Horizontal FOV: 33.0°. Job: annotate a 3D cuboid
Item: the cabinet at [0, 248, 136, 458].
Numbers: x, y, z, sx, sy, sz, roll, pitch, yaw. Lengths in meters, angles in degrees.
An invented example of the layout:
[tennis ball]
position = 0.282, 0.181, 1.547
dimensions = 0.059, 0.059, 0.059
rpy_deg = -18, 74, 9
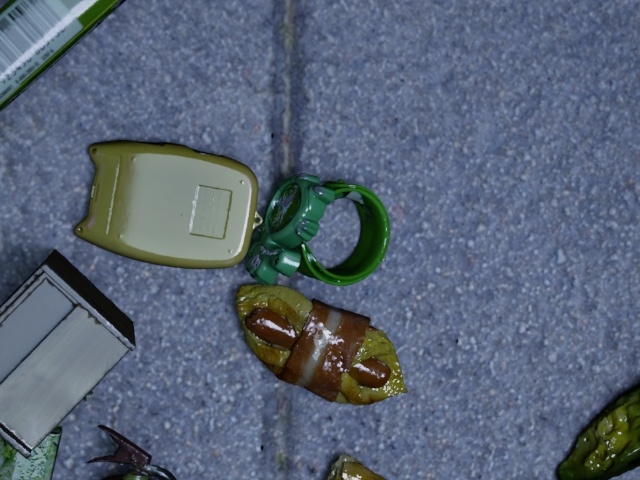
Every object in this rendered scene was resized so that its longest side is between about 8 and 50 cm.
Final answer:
[cabinet]
position = -0.325, 0.128, 1.274
dimensions = 0.148, 0.215, 0.175
rpy_deg = 45, 84, -9

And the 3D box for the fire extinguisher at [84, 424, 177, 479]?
[fire extinguisher]
position = -0.267, 0.405, 1.354
dimensions = 0.141, 0.105, 0.341
rpy_deg = 12, 93, -3

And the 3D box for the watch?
[watch]
position = 0.000, 0.000, 1.393
dimensions = 0.152, 0.131, 0.165
rpy_deg = 25, 83, -29

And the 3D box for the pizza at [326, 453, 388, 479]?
[pizza]
position = 0.053, 0.467, 1.391
dimensions = 0.280, 0.075, 0.288
rpy_deg = 46, 61, -15

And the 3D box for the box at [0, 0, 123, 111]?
[box]
position = -0.318, -0.280, 1.301
dimensions = 0.345, 0.134, 0.097
rpy_deg = -43, 103, -5

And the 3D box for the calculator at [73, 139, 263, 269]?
[calculator]
position = -0.189, -0.045, 1.369
dimensions = 0.236, 0.033, 0.157
rpy_deg = 9, 90, -2

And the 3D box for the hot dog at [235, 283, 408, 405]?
[hot dog]
position = 0.005, 0.143, 1.395
dimensions = 0.261, 0.093, 0.123
rpy_deg = 22, 98, -11

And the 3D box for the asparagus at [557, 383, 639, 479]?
[asparagus]
position = 0.496, 0.229, 1.487
dimensions = 0.381, 0.128, 0.108
rpy_deg = -23, 60, -8

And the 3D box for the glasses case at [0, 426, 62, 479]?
[glasses case]
position = -0.398, 0.362, 1.349
dimensions = 0.095, 0.062, 0.272
rpy_deg = 12, 90, -11
